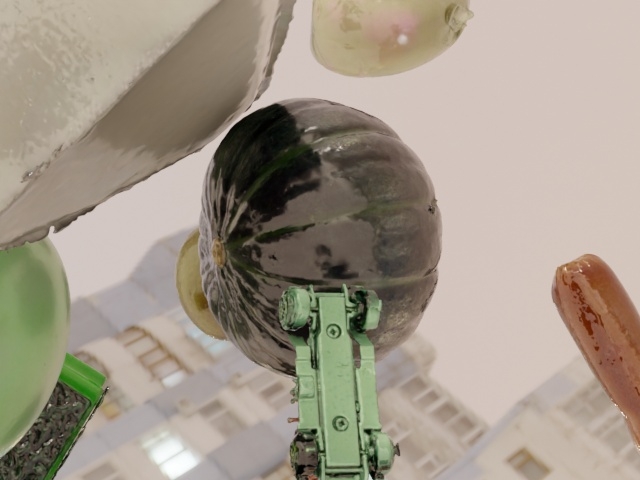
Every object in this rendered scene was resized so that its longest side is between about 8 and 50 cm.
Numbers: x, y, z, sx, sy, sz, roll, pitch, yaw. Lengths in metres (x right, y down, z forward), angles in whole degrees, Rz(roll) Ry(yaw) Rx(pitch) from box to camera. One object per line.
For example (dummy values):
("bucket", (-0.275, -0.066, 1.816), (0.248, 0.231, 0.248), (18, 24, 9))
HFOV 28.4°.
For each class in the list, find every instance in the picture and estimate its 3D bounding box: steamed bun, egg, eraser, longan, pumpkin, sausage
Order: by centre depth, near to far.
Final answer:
("eraser", (-0.151, -0.149, 0.998), (0.150, 0.331, 0.331), (50, -44, 7))
("egg", (-0.333, 0.089, 1.095), (0.220, 0.220, 0.269), (36, -94, 27))
("pumpkin", (0.000, 0.000, 1.102), (0.250, 0.216, 0.249), (7, -79, 42))
("sausage", (0.364, 0.150, 1.493), (0.300, 0.083, 0.089), (60, -10, -6))
("longan", (-0.106, 0.050, 1.536), (0.145, 0.155, 0.176), (33, -39, 19))
("steamed bun", (0.107, -0.307, 1.703), (0.152, 0.239, 0.170), (43, -29, 28))

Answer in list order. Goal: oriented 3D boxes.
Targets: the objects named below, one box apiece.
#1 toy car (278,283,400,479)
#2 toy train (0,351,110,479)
("toy car", (0.008, 0.101, 0.884), (0.054, 0.073, 0.143), (128, -41, -65))
("toy train", (-0.337, 0.217, 1.370), (0.132, 0.243, 0.188), (36, -32, -13))
